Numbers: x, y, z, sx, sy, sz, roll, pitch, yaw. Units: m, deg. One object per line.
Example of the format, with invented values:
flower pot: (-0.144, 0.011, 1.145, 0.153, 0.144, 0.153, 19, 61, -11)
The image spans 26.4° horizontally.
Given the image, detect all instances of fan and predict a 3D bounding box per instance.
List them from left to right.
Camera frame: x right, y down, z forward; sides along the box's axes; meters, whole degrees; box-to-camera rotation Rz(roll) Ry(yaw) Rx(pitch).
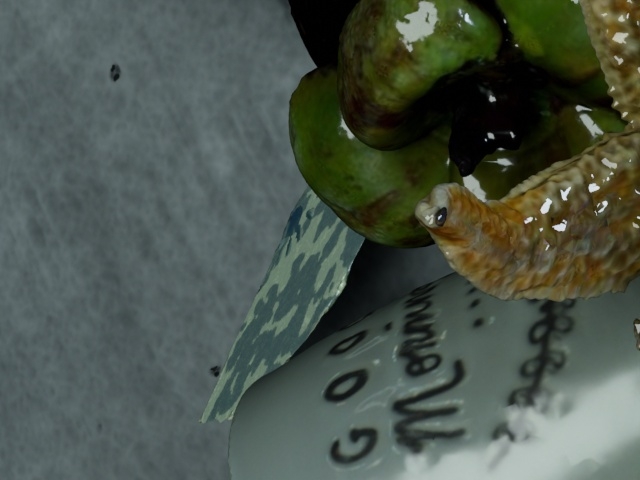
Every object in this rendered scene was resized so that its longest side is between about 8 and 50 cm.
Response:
fan: (0.000, 0.000, 0.705, 0.009, 0.131, 0.240, 29, 95, -16)

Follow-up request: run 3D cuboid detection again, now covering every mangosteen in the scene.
mangosteen: (0.084, -0.109, 0.564, 0.243, 0.243, 0.243, 1, 92, 32)

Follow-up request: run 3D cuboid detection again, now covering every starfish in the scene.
starfish: (0.106, -0.007, 0.440, 0.050, 0.247, 0.138, -1, 51, 58)

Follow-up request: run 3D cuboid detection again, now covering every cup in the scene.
cup: (0.100, 0.107, 0.560, 0.234, 0.258, 0.186, -32, 110, 23)
